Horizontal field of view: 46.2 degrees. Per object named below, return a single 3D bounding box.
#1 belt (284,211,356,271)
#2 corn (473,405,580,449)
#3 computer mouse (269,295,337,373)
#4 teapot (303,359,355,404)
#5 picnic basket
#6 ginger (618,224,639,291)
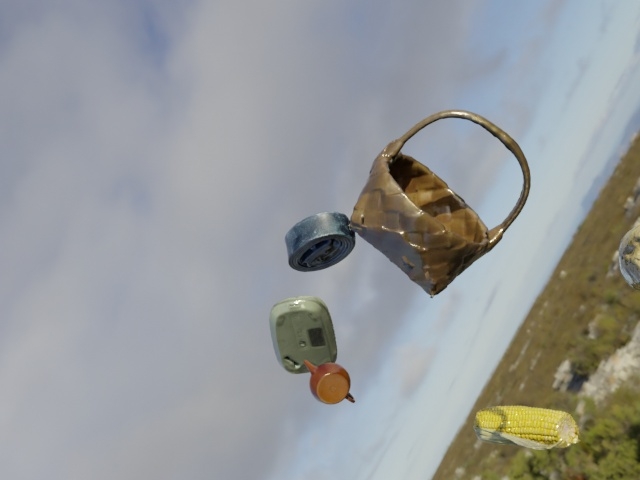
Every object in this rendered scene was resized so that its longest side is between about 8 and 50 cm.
[{"bbox_3d":[0.000,0.000,1.786,0.141,0.082,0.190,14,-37,-36],"label":"belt"},{"bbox_3d":[0.598,0.549,2.198,0.123,0.305,0.122,27,-114,-43],"label":"corn"},{"bbox_3d":[-0.053,0.292,2.318,0.095,0.197,0.331,-98,1,-52],"label":"computer mouse"},{"bbox_3d":[0.025,0.374,1.983,0.116,0.173,0.116,-46,16,18],"label":"teapot"},{"bbox_3d":[0.247,-0.101,1.471,0.337,0.293,0.337,-50,-1,-1],"label":"picnic basket"},{"bbox_3d":[0.533,0.031,1.208,0.109,0.116,0.263,-57,-13,10],"label":"ginger"}]
